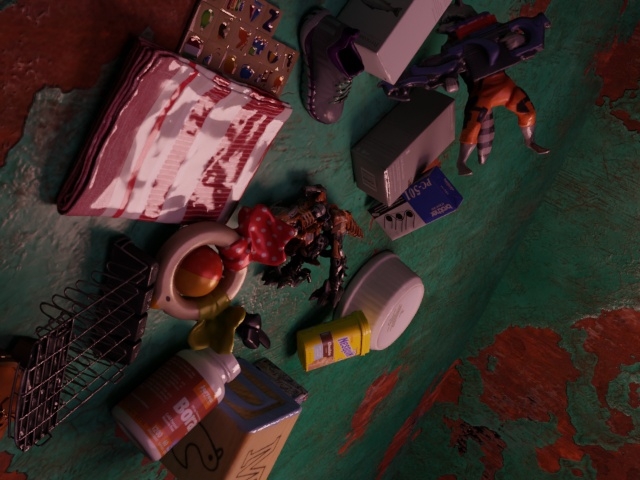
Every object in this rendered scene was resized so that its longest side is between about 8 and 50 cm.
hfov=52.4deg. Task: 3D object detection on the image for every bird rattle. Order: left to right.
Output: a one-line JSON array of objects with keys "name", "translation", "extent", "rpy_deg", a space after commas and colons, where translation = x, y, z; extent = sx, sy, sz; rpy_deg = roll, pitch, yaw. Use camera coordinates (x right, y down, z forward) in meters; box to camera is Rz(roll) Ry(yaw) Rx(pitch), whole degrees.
[{"name": "bird rattle", "translation": [-0.163, 0.050, 1.020], "extent": [0.207, 0.143, 0.254], "rpy_deg": [19, 109, -49]}]

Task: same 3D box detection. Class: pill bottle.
[{"name": "pill bottle", "translation": [-0.251, 0.274, 1.159], "extent": [0.216, 0.121, 0.121], "rpy_deg": [-41, 151, -28]}]

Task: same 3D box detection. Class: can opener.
[{"name": "can opener", "translation": [-0.142, 0.192, 1.333], "extent": [0.186, 0.059, 0.073], "rpy_deg": [76, 25, -69]}]

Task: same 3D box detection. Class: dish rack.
[{"name": "dish rack", "translation": [-0.316, 0.135, 0.854], "extent": [0.271, 0.074, 0.208], "rpy_deg": [-47, 158, -61]}]

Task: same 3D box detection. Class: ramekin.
[{"name": "ramekin", "translation": [0.168, 0.172, 1.756], "extent": [0.273, 0.127, 0.273], "rpy_deg": [-41, 151, -29]}]

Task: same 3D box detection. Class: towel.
[{"name": "towel", "translation": [-0.181, -0.123, 0.903], "extent": [0.237, 0.037, 0.329], "rpy_deg": [-58, 155, 14]}]

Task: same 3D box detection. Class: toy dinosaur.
[{"name": "toy dinosaur", "translation": [0.000, 0.000, 1.260], "extent": [0.321, 0.164, 0.219], "rpy_deg": [3, 103, -37]}]

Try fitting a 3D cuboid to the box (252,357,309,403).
[{"name": "box", "translation": [-0.106, 0.323, 1.448], "extent": [0.094, 0.137, 0.027], "rpy_deg": [-15, 133, -53]}]

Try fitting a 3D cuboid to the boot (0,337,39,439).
[{"name": "boot", "translation": [-0.430, 0.197, 0.809], "extent": [0.152, 0.073, 0.197], "rpy_deg": [-59, 157, 0]}]

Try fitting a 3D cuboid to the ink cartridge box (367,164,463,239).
[{"name": "ink cartridge box", "translation": [0.206, -0.079, 1.441], "extent": [0.207, 0.097, 0.046], "rpy_deg": [-28, -163, 49]}]

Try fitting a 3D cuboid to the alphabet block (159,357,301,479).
[{"name": "alphabet block", "translation": [-0.188, 0.383, 1.320], "extent": [0.193, 0.192, 0.197], "rpy_deg": [-1, 120, -57]}]

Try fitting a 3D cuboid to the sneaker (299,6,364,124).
[{"name": "sneaker", "translation": [0.025, -0.257, 1.043], "extent": [0.083, 0.098, 0.224], "rpy_deg": [-46, 152, -20]}]

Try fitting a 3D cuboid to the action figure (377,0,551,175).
[{"name": "action figure", "translation": [0.278, -0.299, 1.281], "extent": [0.341, 0.330, 0.178], "rpy_deg": [-15, -172, -1]}]

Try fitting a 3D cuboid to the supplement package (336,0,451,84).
[{"name": "supplement package", "translation": [0.116, -0.369, 1.064], "extent": [0.179, 0.105, 0.105], "rpy_deg": [-56, 155, -2]}]

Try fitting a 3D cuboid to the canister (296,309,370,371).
[{"name": "canister", "translation": [0.031, 0.248, 1.599], "extent": [0.169, 0.073, 0.126], "rpy_deg": [-16, 137, -14]}]

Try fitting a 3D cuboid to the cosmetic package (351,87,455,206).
[{"name": "cosmetic package", "translation": [0.178, -0.203, 1.368], "extent": [0.238, 0.107, 0.127], "rpy_deg": [-44, 148, -18]}]

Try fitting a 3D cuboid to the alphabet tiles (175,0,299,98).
[{"name": "alphabet tiles", "translation": [-0.117, -0.244, 0.918], "extent": [0.237, 0.009, 0.198], "rpy_deg": [2, 118, -61]}]
